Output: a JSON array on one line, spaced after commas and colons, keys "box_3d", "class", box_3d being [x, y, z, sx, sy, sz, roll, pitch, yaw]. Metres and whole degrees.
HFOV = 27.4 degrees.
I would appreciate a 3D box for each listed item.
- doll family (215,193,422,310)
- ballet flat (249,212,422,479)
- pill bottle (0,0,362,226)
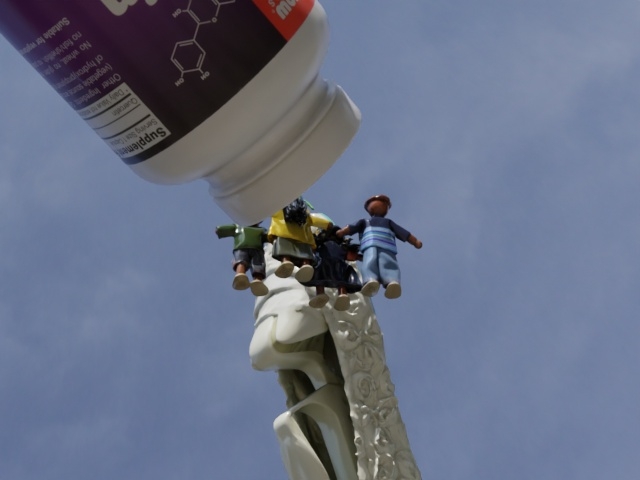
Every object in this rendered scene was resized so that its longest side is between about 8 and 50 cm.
[{"box_3d": [0.000, 0.000, 1.249, 0.193, 0.111, 0.076, 15, -44, -19], "class": "doll family"}, {"box_3d": [0.003, 0.150, 1.350, 0.147, 0.147, 0.408, -19, -108, -1], "class": "ballet flat"}, {"box_3d": [-0.119, -0.166, 0.912, 0.181, 0.181, 0.323, -41, -72, 6], "class": "pill bottle"}]
